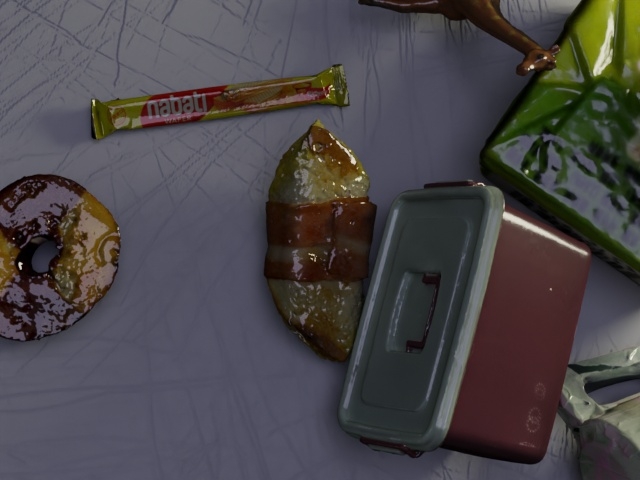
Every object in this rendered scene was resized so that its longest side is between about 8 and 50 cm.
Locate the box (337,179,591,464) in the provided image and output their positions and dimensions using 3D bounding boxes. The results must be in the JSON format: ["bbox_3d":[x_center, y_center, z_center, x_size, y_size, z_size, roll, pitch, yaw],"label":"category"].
[{"bbox_3d":[0.158,0.096,1.713,0.168,0.193,0.294,20,80,-29],"label":"box"}]

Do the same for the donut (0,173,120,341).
[{"bbox_3d":[-0.304,0.023,1.725,0.166,0.073,0.184,34,77,-1],"label":"donut"}]

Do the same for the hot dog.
[{"bbox_3d":[-0.004,-0.002,1.766,0.123,0.093,0.261,4,96,-16],"label":"hot dog"}]

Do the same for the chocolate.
[{"bbox_3d":[0.361,-0.113,1.815,0.301,0.137,0.288,35,78,-3],"label":"chocolate"}]

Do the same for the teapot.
[{"bbox_3d":[0.372,0.226,1.776,0.178,0.221,0.163,-23,124,-21],"label":"teapot"}]

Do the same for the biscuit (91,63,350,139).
[{"bbox_3d":[-0.113,-0.154,1.806,0.292,0.026,0.048,-9,102,-9],"label":"biscuit"}]

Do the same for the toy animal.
[{"bbox_3d":[0.157,-0.263,1.791,0.230,0.066,0.224,11,42,6],"label":"toy animal"}]
